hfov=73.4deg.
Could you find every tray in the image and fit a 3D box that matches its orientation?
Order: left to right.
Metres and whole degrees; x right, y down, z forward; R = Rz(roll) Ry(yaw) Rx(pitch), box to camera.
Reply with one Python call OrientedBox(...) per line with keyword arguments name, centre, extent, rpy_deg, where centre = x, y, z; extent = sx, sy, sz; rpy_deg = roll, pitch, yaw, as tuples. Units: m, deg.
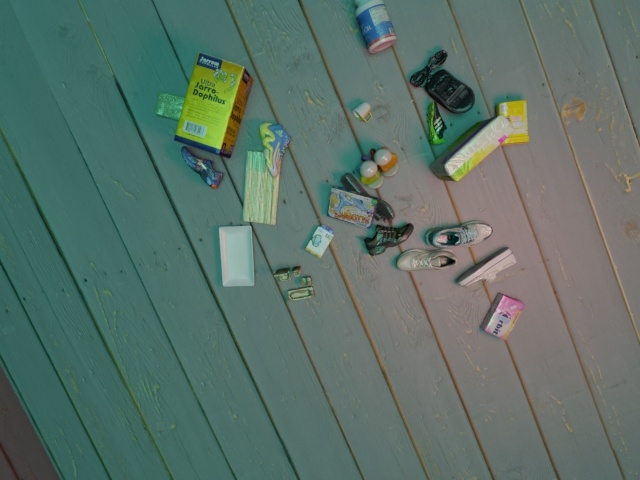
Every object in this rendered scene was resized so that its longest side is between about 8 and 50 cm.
OrientedBox(name="tray", centre=(-0.370, 0.069, 1.913), extent=(0.145, 0.030, 0.270), rpy_deg=(-2, 97, 1))

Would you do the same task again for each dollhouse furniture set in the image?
OrientedBox(name="dollhouse furniture set", centre=(-0.112, 0.198, 1.874), extent=(0.144, 0.123, 0.151), rpy_deg=(-11, 97, 3))

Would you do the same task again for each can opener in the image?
OrientedBox(name="can opener", centre=(0.203, -0.185, 1.842), extent=(0.280, 0.074, 0.093), rpy_deg=(45, 113, -2))

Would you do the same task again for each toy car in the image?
OrientedBox(name="toy car", centre=(0.228, -0.319, 1.805), extent=(0.182, 0.159, 0.136), rpy_deg=(-40, 60, 6))

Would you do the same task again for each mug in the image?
OrientedBox(name="mug", centre=(0.181, -0.546, 1.815), extent=(0.064, 0.078, 0.062), rpy_deg=(-47, 61, -2))

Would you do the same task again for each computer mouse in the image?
OrientedBox(name="computer mouse", centre=(0.526, -0.634, 1.787), extent=(0.188, 0.072, 0.272), rpy_deg=(-43, 82, 8))

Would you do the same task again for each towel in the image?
OrientedBox(name="towel", centre=(-0.633, -0.573, 1.841), extent=(0.148, 0.027, 0.109), rpy_deg=(14, 96, 0))

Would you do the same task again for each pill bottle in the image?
OrientedBox(name="pill bottle", centre=(0.214, -0.888, 1.731), extent=(0.124, 0.124, 0.221), rpy_deg=(-22, 95, 4))

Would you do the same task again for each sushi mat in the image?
OrientedBox(name="sushi mat", centre=(-0.256, -0.231, 1.878), extent=(0.152, 0.019, 0.316), rpy_deg=(5, 97, 2))

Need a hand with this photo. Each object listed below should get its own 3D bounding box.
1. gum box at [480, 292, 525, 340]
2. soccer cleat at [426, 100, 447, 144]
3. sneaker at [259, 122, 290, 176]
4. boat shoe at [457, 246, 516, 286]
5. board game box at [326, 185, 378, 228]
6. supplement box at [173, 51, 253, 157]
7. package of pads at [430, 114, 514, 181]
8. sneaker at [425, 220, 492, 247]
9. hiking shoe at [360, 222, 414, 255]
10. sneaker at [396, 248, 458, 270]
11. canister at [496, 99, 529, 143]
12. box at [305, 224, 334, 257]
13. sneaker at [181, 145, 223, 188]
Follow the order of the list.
OrientedBox(name="gum box", centre=(0.805, 0.330, 1.896), extent=(0.107, 0.062, 0.188), rpy_deg=(25, 97, -2))
OrientedBox(name="soccer cleat", centre=(0.492, -0.495, 1.810), extent=(0.073, 0.060, 0.178), rpy_deg=(-9, 103, -7))
OrientedBox(name="sneaker", centre=(-0.179, -0.389, 1.807), extent=(0.126, 0.091, 0.239), rpy_deg=(-12, 84, -3))
OrientedBox(name="boat shoe", centre=(0.725, 0.135, 1.864), extent=(0.268, 0.096, 0.088), rpy_deg=(-33, 90, -3))
OrientedBox(name="board game box", centre=(0.134, -0.141, 1.822), extent=(0.201, 0.035, 0.136), rpy_deg=(17, 119, 16))
OrientedBox(name="supplement box", centre=(-0.430, -0.539, 1.756), extent=(0.196, 0.194, 0.356), rpy_deg=(18, 97, 0))
OrientedBox(name="package of pads", centre=(0.598, -0.366, 1.733), extent=(0.296, 0.229, 0.101), rpy_deg=(-42, 97, 5))
OrientedBox(name="sneaker", centre=(0.599, -0.011, 1.830), extent=(0.283, 0.122, 0.110), rpy_deg=(-11, 97, 3))
OrientedBox(name="hiking shoe", centre=(0.291, -0.027, 1.855), extent=(0.227, 0.086, 0.114), rpy_deg=(-31, 99, 6))
OrientedBox(name="sneaker", centre=(0.460, 0.085, 1.846), extent=(0.263, 0.121, 0.099), rpy_deg=(-9, 96, 3))
OrientedBox(name="canister", centre=(0.799, -0.489, 1.791), extent=(0.126, 0.073, 0.169), rpy_deg=(-5, 96, 2))
OrientedBox(name="box", centre=(0.000, 0.000, 1.896), extent=(0.081, 0.028, 0.136), rpy_deg=(31, 95, -2))
OrientedBox(name="sneaker", centre=(-0.510, -0.324, 1.852), extent=(0.087, 0.083, 0.221), rpy_deg=(-46, 99, -7))
